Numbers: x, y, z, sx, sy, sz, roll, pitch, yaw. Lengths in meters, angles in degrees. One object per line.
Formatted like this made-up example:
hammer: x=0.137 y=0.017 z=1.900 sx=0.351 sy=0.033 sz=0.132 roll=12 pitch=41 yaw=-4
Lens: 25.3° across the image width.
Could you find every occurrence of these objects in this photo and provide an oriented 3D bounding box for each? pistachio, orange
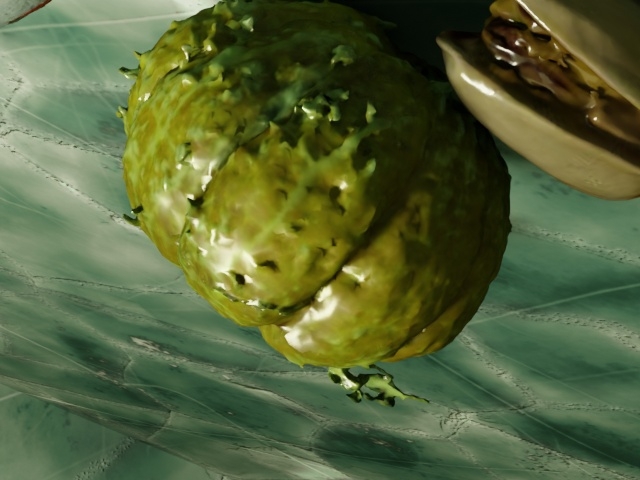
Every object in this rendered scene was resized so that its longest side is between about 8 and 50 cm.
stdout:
pistachio: x=0.173 y=-0.106 z=0.939 sx=0.206 sy=0.129 sz=0.131 roll=28 pitch=-161 yaw=-25
orange: x=0.006 y=-0.053 z=1.018 sx=0.300 sy=0.223 sz=0.301 roll=33 pitch=-161 yaw=-27

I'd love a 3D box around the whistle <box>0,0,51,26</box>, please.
whistle: x=-0.156 y=-0.221 z=0.858 sx=0.348 sy=0.189 sz=0.189 roll=-5 pitch=151 yaw=22
